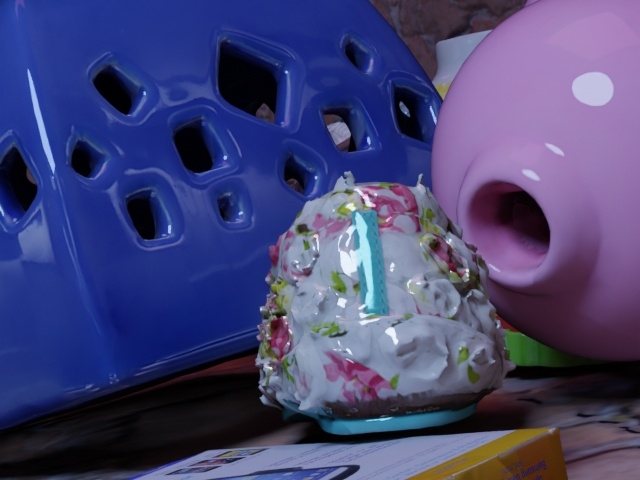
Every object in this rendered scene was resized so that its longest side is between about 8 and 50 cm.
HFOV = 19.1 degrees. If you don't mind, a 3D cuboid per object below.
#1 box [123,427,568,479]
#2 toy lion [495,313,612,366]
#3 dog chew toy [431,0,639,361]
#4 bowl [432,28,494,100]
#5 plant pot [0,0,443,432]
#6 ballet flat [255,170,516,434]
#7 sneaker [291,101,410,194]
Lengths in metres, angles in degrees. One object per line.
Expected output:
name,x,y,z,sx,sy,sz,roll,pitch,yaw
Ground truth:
box,-0.013,0.073,0.492,0.136,0.028,0.081,-11,2,38
toy lion,0.096,0.036,0.783,0.096,0.034,0.100,-1,7,29
dog chew toy,0.166,-0.052,0.723,0.206,0.207,0.332,-7,13,43
bowl,0.144,-0.063,1.243,0.289,0.156,0.289,-11,4,1
plant pot,-0.099,-0.039,0.814,0.236,0.212,0.236,-15,-5,-44
ballet flat,0.020,0.021,0.617,0.091,0.077,0.241,-8,-4,-5
sneaker,0.000,0.000,1.040,0.122,0.110,0.283,-35,-3,-11
